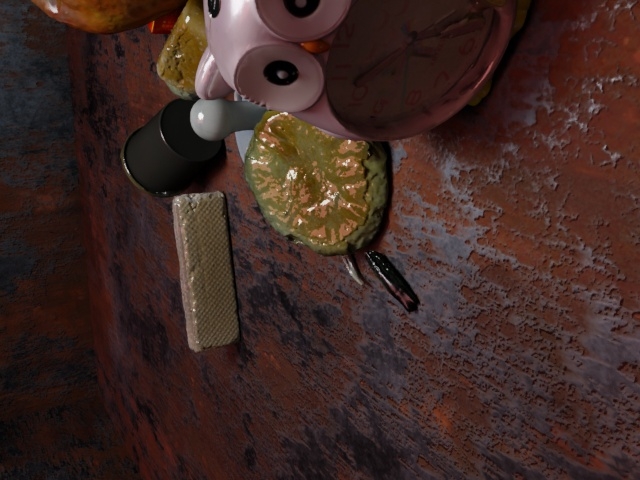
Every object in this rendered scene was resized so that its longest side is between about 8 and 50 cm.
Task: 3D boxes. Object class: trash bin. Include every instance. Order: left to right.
[{"bbox_3d":[-0.413,-0.235,1.698,0.334,0.214,0.214,-21,80,51],"label":"trash bin"}]

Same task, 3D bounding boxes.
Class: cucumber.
[{"bbox_3d":[0.120,0.068,1.082,0.134,0.034,0.033,55,136,34],"label":"cucumber"}]

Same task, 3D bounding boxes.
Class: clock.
[{"bbox_3d":[0.033,-0.302,0.797,0.250,0.377,0.368,60,144,36],"label":"clock"}]

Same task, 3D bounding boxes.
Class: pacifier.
[{"bbox_3d":[-0.154,-0.253,1.239,0.244,0.233,0.299,41,131,35],"label":"pacifier"}]

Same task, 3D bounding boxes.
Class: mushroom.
[{"bbox_3d":[0.002,-0.001,1.255,0.306,0.043,0.068,32,142,49],"label":"mushroom"}]

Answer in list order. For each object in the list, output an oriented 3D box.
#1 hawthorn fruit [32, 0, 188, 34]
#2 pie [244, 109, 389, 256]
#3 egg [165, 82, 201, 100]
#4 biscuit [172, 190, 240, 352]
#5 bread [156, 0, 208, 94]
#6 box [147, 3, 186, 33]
[{"bbox_3d":[-0.457,-0.666,1.315,0.472,0.472,0.471,23,118,54],"label":"hawthorn fruit"},{"bbox_3d":[-0.009,-0.118,1.124,0.307,0.071,0.306,9,112,23],"label":"pie"},{"bbox_3d":[-0.319,-0.417,1.551,0.181,0.141,0.141,-122,37,-47],"label":"egg"},{"bbox_3d":[-0.309,0.082,1.678,0.079,0.144,0.425,9,105,58],"label":"biscuit"},{"bbox_3d":[-0.239,-0.433,1.375,0.246,0.176,0.195,-34,32,51],"label":"bread"},{"bbox_3d":[-0.378,-0.617,1.624,0.048,0.112,0.175,65,147,24],"label":"box"}]
